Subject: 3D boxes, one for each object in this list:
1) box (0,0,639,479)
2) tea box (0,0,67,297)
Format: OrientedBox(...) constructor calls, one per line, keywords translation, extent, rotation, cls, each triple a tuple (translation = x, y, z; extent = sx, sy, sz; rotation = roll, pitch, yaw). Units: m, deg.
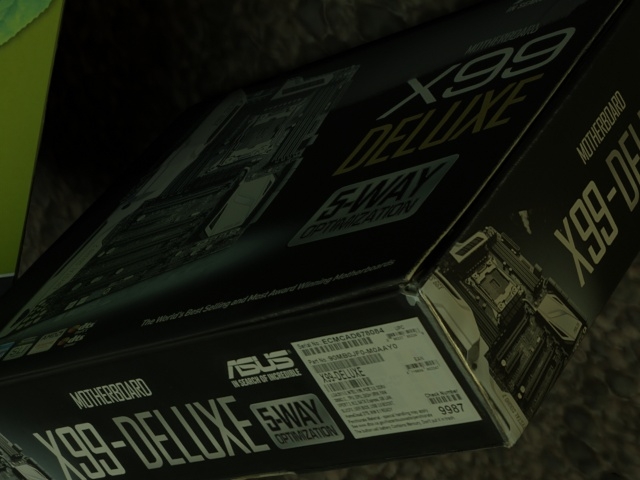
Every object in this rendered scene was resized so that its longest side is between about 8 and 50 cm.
OrientedBox(translation=(0.000, 0.000, 0.808), extent=(0.307, 0.242, 0.076), rotation=(-14, 117, 44), cls="box")
OrientedBox(translation=(-0.286, -0.112, 0.911), extent=(0.329, 0.220, 0.323), rotation=(57, 143, 40), cls="tea box")
